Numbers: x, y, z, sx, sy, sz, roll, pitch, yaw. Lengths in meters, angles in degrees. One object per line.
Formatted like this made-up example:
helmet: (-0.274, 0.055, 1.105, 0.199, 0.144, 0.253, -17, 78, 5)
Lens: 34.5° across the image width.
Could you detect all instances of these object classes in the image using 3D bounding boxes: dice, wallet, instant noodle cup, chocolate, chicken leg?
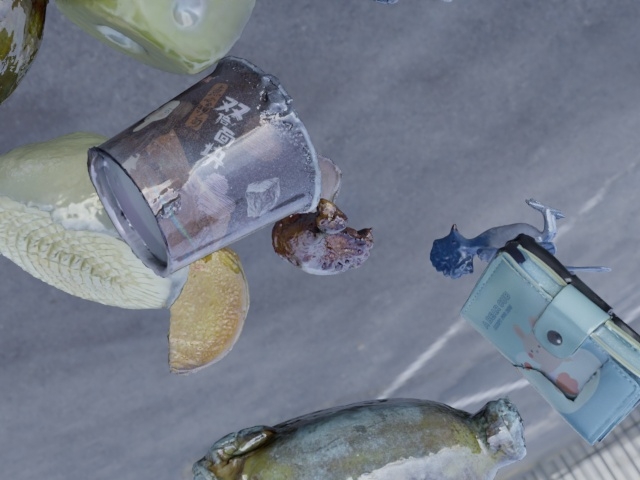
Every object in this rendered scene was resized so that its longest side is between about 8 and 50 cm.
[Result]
dice: (-0.251, -0.404, 1.568, 0.227, 0.238, 0.233, 30, 83, -44)
wallet: (0.300, 0.125, 1.307, 0.075, 0.250, 0.176, -31, 156, -33)
instant noodle cup: (-0.141, -0.080, 1.214, 0.207, 0.217, 0.217, -32, 160, -23)
chocolate: (-0.083, -0.142, 2.217, 0.083, 0.261, 0.161, -89, -157, -74)
chicken leg: (0.000, 0.000, 1.672, 0.158, 0.095, 0.407, -3, 170, 6)

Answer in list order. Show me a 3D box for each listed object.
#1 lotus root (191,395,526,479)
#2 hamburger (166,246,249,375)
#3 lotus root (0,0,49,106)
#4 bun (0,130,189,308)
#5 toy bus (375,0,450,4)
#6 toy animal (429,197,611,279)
lotus root: (0.047, 0.249, 1.072, 0.350, 0.175, 0.175, -10, 155, -6)
hamburger: (-0.209, 0.118, 1.907, 0.157, 0.282, 0.144, 1, -168, -13)
lotus root: (-0.496, -0.230, 1.258, 0.346, 0.250, 0.250, -41, 160, -13)
bun: (-0.339, -0.044, 1.558, 0.364, 0.202, 0.364, 14, 156, 7)
toy bus: (0.011, -0.388, 1.300, 0.343, 0.138, 0.097, 9, 135, -1)
toy animal: (0.307, 0.021, 1.580, 0.176, 0.255, 0.239, -61, 157, 8)
